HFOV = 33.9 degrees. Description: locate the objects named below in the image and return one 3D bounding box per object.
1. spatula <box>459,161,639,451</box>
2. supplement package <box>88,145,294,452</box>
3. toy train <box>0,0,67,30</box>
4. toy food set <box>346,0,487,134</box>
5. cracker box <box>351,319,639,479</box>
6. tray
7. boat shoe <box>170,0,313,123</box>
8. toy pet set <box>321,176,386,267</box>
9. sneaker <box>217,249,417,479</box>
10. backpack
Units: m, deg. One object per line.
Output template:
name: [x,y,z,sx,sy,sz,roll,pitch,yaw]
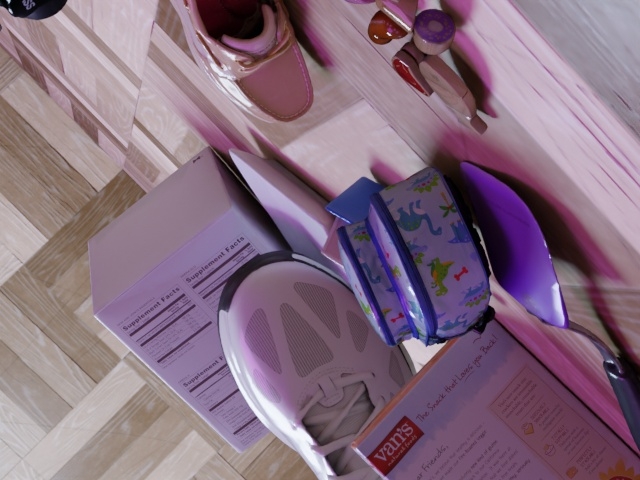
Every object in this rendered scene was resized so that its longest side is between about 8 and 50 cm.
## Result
spatula: [0.169,0.070,0.655,0.296,0.030,0.084,49,176,-30]
supplement package: [-0.116,0.069,1.266,0.262,0.198,0.199,49,-174,-28]
toy train: [-0.259,-0.277,0.704,0.190,0.142,0.334,52,173,15]
toy food set: [0.041,-0.101,0.501,0.078,0.019,0.122,40,178,31]
cracker box: [0.160,0.194,0.862,0.232,0.156,0.067,45,172,4]
tray: [0.000,0.000,1.107,0.145,0.030,0.270,40,170,30]
boat shoe: [-0.049,-0.129,0.630,0.059,0.063,0.170,43,172,50]
toy pet set: [0.066,0.005,0.782,0.114,0.065,0.122,32,-165,31]
sneaker: [0.073,0.210,0.984,0.447,0.169,0.257,57,172,-13]
backpack: [0.059,0.015,0.656,0.114,0.084,0.105,83,163,-76]
